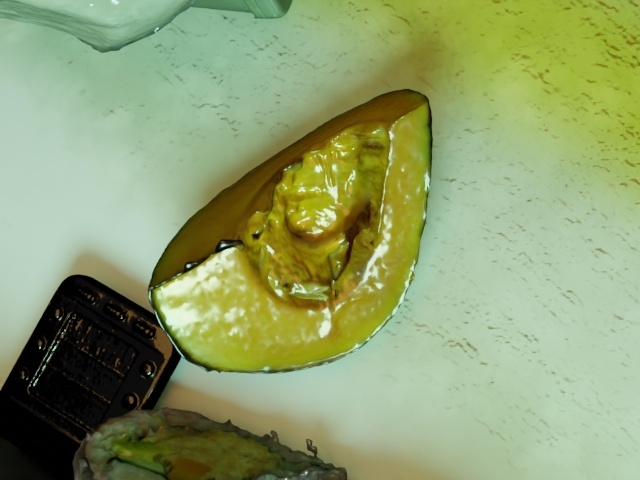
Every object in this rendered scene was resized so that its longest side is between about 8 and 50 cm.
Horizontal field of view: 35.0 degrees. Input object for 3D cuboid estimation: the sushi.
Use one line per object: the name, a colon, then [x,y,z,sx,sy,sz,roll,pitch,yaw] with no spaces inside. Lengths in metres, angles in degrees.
sushi: [-0.106,0.220,0.923,0.161,0.241,0.107,39,125,54]

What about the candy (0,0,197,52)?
candy: [-0.209,-0.374,0.881,0.386,0.186,0.427,27,82,25]

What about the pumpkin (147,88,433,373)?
pumpkin: [0.000,0.000,0.969,0.312,0.148,0.169,-34,113,7]

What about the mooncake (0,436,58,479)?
mooncake: [-0.373,0.342,0.899,0.381,0.212,0.350,-14,76,9]

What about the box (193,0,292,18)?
box: [-0.181,-0.427,1.067,0.344,0.177,0.352,6,79,17]

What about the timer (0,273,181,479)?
timer: [-0.230,0.143,1.004,0.144,0.055,0.187,29,89,15]
